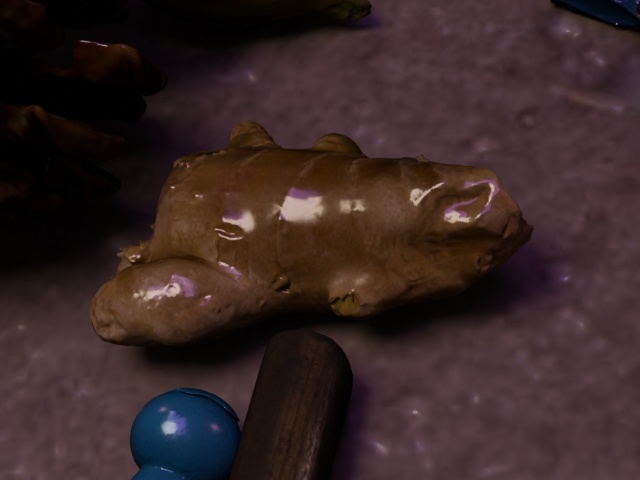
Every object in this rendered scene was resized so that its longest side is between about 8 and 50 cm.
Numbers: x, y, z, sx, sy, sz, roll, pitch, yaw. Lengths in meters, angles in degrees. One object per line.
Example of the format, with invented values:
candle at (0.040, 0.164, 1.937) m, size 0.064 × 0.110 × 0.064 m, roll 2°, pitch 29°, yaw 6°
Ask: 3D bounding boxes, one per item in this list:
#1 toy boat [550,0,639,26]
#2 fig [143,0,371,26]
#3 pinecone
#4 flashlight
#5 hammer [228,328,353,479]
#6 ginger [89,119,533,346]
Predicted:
toy boat at (0.158, -0.140, 0.695) m, size 0.083 × 0.038 × 0.038 m, roll 26°, pitch 63°, yaw 22°
fig at (-0.042, -0.162, 0.716) m, size 0.154 × 0.109 × 0.103 m, roll 36°, pitch 47°, yaw -1°
pinecone at (-0.182, -0.125, 0.608) m, size 0.244 × 0.244 × 0.309 m, roll 15°, pitch 88°, yaw 20°
flashlight at (-0.073, 0.122, 0.537) m, size 0.051 × 0.051 × 0.129 m, roll 12°, pitch 57°, yaw 18°
hammer at (-0.044, 0.207, 0.427) m, size 0.044 × 0.168 × 0.440 m, roll 6°, pitch 47°, yaw 10°
ginger at (-0.007, -0.007, 0.604) m, size 0.205 × 0.081 × 0.115 m, roll -10°, pitch 22°, yaw 6°
